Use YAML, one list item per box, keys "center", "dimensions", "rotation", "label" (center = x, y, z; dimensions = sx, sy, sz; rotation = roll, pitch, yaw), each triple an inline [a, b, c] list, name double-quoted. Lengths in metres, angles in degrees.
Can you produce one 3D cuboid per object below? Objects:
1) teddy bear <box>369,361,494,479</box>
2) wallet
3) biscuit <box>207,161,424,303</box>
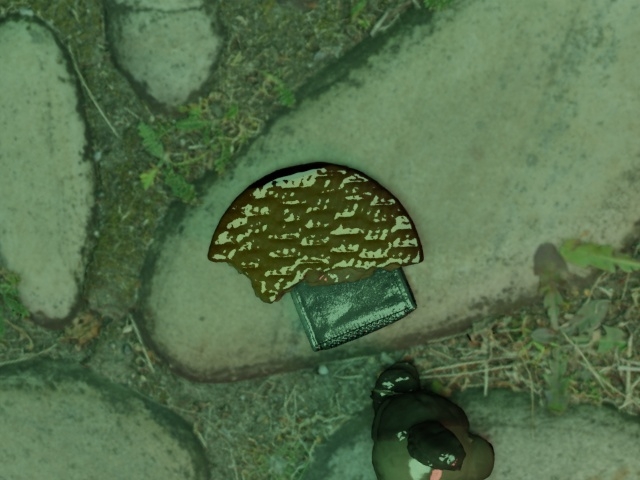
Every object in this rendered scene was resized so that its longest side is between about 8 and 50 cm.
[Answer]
- center: [0.127, 0.269, 1.629]
  dimensions: [0.144, 0.171, 0.251]
  rotation: [7, 93, -15]
  label: "teddy bear"
- center: [0.037, 0.064, 1.672]
  dimensions: [0.129, 0.026, 0.088]
  rotation: [-23, 83, 11]
  label: "wallet"
- center: [0.000, 0.000, 1.654]
  dimensions: [0.228, 0.031, 0.176]
  rotation: [25, 93, 10]
  label: "biscuit"
